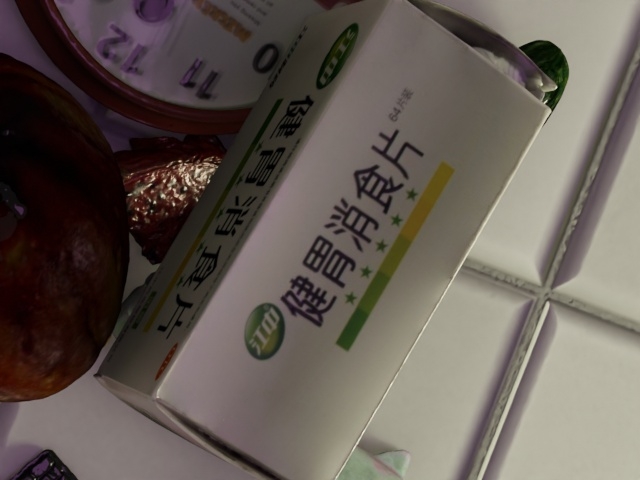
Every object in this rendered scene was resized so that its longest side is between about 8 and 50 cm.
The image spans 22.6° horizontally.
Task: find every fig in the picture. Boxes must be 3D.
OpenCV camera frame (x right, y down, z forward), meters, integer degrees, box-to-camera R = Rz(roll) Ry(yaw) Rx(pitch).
[{"bbox_3d":[-0.236,-0.003,1.112,0.224,0.224,0.263,-17,108,-12],"label":"fig"}]

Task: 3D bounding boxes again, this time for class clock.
[{"bbox_3d":[-0.081,-0.237,1.190,0.318,0.080,0.318,-4,103,-19],"label":"clock"}]

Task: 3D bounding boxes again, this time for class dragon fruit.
[{"bbox_3d":[-0.110,-0.055,1.231,0.131,0.063,0.097,-33,134,-16],"label":"dragon fruit"}]

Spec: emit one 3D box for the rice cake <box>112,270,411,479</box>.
[{"bbox_3d":[-0.043,0.129,1.270,0.290,0.051,0.081,39,53,-17],"label":"rice cake"}]

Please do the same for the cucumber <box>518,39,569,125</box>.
[{"bbox_3d":[0.108,-0.068,1.266,0.241,0.074,0.074,-42,106,-9],"label":"cucumber"}]

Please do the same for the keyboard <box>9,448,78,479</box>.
[{"bbox_3d":[-0.167,0.269,1.266,0.072,0.023,0.231,-40,105,-9],"label":"keyboard"}]

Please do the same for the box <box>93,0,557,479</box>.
[{"bbox_3d":[0.001,-0.002,1.106,0.145,0.173,0.333,34,80,-20],"label":"box"}]
